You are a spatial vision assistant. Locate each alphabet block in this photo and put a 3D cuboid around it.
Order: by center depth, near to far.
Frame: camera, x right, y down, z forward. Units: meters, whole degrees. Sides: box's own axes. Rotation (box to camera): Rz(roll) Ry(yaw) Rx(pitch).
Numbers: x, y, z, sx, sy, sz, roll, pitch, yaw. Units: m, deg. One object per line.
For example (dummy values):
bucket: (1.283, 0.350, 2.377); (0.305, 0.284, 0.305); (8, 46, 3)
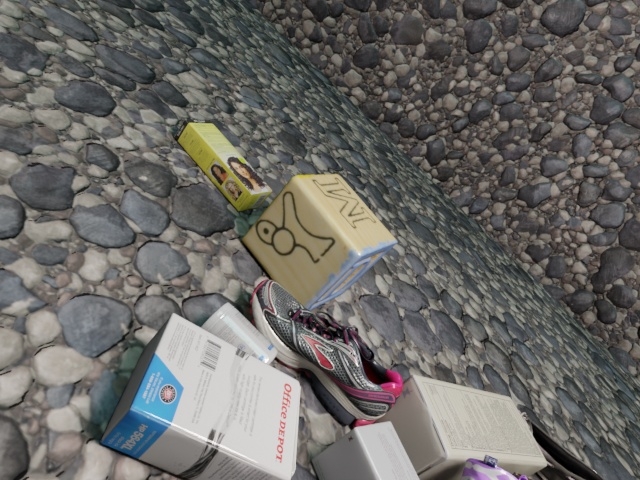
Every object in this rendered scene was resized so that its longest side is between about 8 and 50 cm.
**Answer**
alphabet block: (0.000, 0.000, 0.954); (0.197, 0.192, 0.193); (51, 26, 14)

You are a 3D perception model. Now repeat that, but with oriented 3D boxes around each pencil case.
pencil case: (0.222, 0.413, 0.658); (0.088, 0.206, 0.086); (12, -25, 31)

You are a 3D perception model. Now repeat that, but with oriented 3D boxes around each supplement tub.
supplement tub: (-0.122, 0.152, 0.695); (0.107, 0.071, 0.071); (45, 27, 3)

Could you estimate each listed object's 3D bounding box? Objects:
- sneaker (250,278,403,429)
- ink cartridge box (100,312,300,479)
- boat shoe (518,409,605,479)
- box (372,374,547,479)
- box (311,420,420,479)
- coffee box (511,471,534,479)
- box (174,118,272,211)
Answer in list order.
sneaker: (0.008, 0.172, 0.798); (0.299, 0.112, 0.121); (43, 26, 2)
ink cartridge box: (-0.132, 0.207, 0.582); (0.203, 0.086, 0.148); (35, 27, -18)
boat shoe: (0.485, 0.450, 1.054); (0.335, 0.095, 0.112); (44, 27, 1)
box: (0.249, 0.352, 0.849); (0.311, 0.121, 0.148); (23, 33, -34)
box: (0.063, 0.324, 0.659); (0.087, 0.102, 0.101); (15, 39, -47)
coffee box: (0.327, 0.487, 0.613); (0.118, 0.168, 0.297); (30, 9, -23)
box: (-0.216, -0.170, 1.052); (0.232, 0.058, 0.087); (47, 27, 10)
